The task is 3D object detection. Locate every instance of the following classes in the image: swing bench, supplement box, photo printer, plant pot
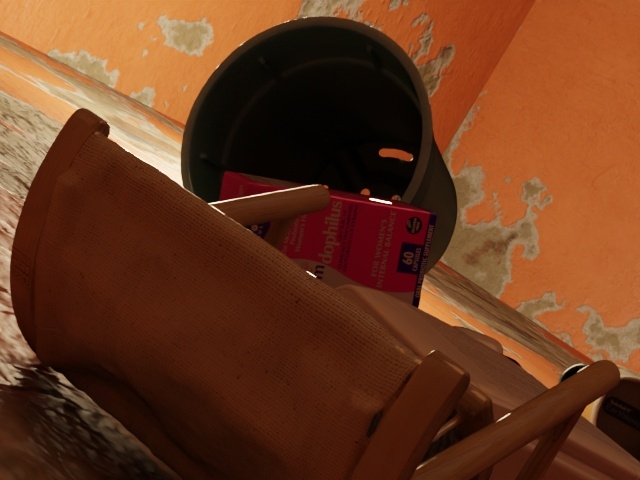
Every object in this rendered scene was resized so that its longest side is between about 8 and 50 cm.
[{"bbox_3d":[-0.012,0.073,0.617,0.253,0.165,0.254,35,12,30],"label":"swing bench"},{"bbox_3d":[0.000,0.000,1.213,0.220,0.111,0.114,8,7,-18],"label":"supplement box"},{"bbox_3d":[0.121,0.149,0.901,0.256,0.107,0.307,29,5,-22],"label":"photo printer"},{"bbox_3d":[0.031,-0.083,1.542,0.341,0.341,0.334,33,-2,25],"label":"plant pot"}]

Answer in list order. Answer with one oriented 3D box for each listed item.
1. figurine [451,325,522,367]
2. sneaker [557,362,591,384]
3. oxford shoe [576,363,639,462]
[{"bbox_3d":[0.102,0.119,1.231,0.209,0.092,0.215,27,5,-1],"label":"figurine"},{"bbox_3d":[0.509,0.291,1.804,0.295,0.105,0.147,27,4,38],"label":"sneaker"},{"bbox_3d":[0.560,0.308,1.573,0.449,0.169,0.130,24,2,6],"label":"oxford shoe"}]
